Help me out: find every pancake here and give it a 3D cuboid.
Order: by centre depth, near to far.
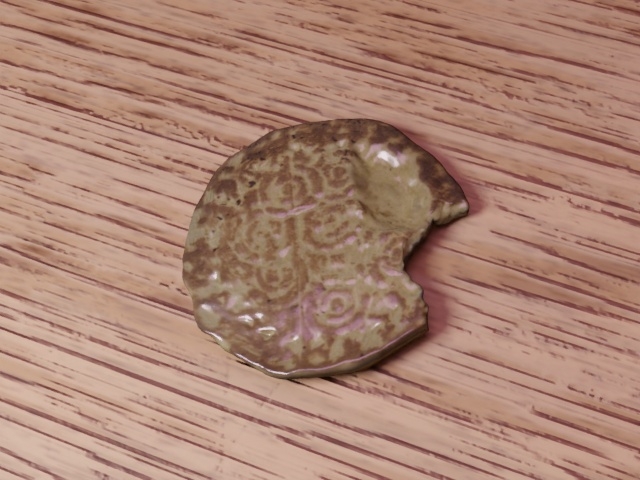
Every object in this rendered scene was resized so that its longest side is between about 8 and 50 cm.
[{"bbox_3d":[0.000,0.000,1.099,0.212,0.029,0.235,17,61,20],"label":"pancake"}]
